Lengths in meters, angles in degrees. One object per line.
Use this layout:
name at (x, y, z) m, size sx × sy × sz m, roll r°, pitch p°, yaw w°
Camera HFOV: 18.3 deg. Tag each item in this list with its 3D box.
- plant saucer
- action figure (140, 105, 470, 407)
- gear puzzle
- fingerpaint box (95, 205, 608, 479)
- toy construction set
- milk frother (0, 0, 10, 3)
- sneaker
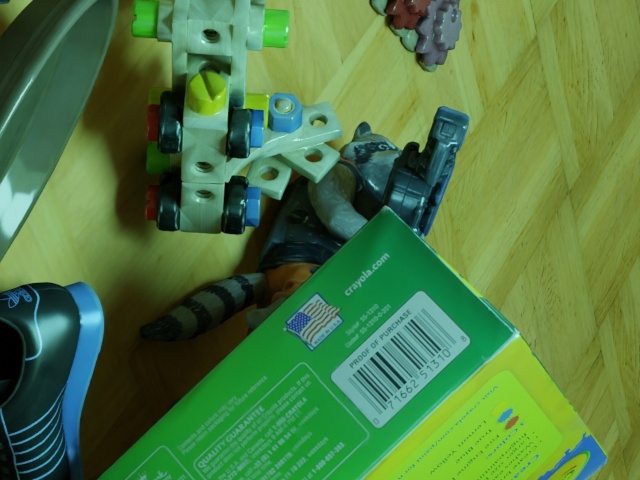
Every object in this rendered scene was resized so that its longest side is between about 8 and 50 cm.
plant saucer at (-0.218, -0.059, 1.354) m, size 0.277 × 0.041 × 0.278 m, roll -63°, pitch 179°, yaw -1°
action figure at (0.000, 0.000, 1.746) m, size 0.330 × 0.179 × 0.341 m, roll -56°, pitch 170°, yaw -43°
gear puzzle at (0.088, -0.304, 1.910) m, size 0.339 × 0.044 × 0.175 m, roll 42°, pitch 64°, yaw -57°
fingerpaint box at (-0.010, 0.229, 1.602) m, size 0.445 × 0.163 × 0.371 m, roll -44°, pitch 153°, yaw 0°
toy construction set at (-0.078, -0.131, 1.604) m, size 0.327 × 0.151 × 0.215 m, roll 73°, pitch 15°, yaw -52°
milk frother at (-0.268, -0.097, 1.265) m, size 0.129 × 0.143 × 0.134 m, roll -49°, pitch 138°, yaw -52°
sneaker at (-0.229, 0.140, 1.503) m, size 0.090 × 0.081 × 0.232 m, roll -3°, pitch 110°, yaw -38°
